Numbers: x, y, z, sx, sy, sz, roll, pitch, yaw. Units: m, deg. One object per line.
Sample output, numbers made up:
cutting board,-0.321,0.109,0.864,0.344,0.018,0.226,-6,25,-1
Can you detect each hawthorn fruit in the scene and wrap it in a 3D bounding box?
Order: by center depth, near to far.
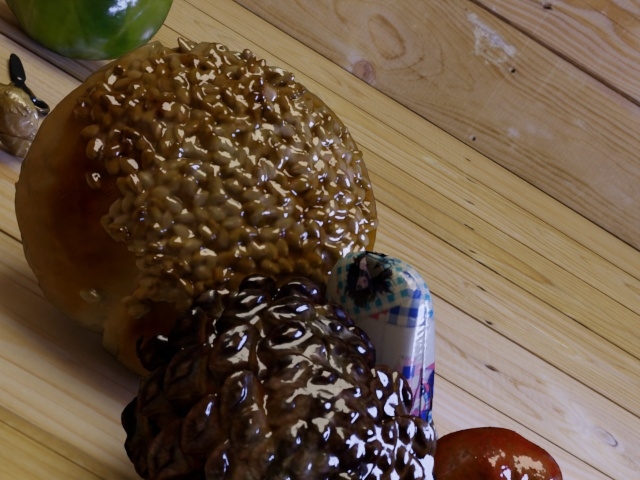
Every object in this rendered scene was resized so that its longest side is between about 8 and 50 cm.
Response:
hawthorn fruit,0.185,0.294,1.462,0.185,0.185,0.202,29,3,-12

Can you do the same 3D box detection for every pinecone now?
pinecone,-0.052,0.182,1.206,0.298,0.242,0.296,5,42,-37

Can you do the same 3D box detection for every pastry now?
pastry,-0.132,-0.033,1.412,0.410,0.409,0.245,31,-10,-7

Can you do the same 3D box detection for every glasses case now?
glasses case,0.058,0.167,1.354,0.125,0.327,0.076,22,30,39

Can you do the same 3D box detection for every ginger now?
ginger,-0.511,-0.225,1.767,0.299,0.118,0.065,35,52,10

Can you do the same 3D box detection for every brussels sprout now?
brussels sprout,-0.420,-0.474,2.284,0.344,0.344,0.268,42,-18,27

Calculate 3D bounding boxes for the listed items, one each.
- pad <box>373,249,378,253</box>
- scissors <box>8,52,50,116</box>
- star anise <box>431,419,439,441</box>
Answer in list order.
pad,-0.012,0.023,1.946,0.250,0.055,0.323,33,13,6
scissors,-0.487,-0.259,2.038,0.088,0.017,0.220,20,21,-27
star anise,0.028,0.128,1.647,0.292,0.109,0.349,46,0,-45
